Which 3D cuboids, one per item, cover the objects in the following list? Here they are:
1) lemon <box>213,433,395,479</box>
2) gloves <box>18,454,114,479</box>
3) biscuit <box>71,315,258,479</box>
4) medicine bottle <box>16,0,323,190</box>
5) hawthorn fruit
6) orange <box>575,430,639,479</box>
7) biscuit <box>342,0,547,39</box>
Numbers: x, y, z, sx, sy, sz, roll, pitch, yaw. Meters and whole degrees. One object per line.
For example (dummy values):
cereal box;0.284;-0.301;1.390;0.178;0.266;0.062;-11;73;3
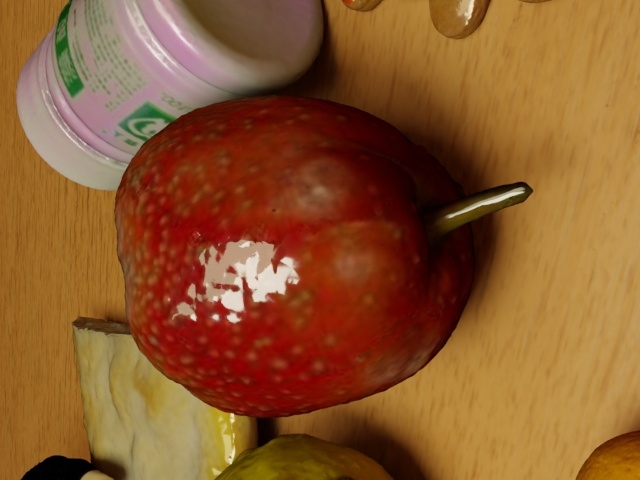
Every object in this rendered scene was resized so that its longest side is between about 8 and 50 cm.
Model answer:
lemon;-0.025;0.328;0.719;0.284;0.260;0.260;-35;72;42
gloves;-0.363;0.379;1.007;0.152;0.197;0.301;44;163;-3
biscuit;-0.201;0.306;1.007;0.429;0.104;0.446;-13;85;48
medicine bottle;-0.173;-0.199;0.805;0.325;0.212;0.212;-21;82;47
hawthorn fruit;0.000;0.000;0.629;0.369;0.285;0.284;-14;86;37
orange;0.238;0.198;0.512;0.135;0.117;0.135;-13;64;28
biscuit;0.110;-0.256;0.622;0.250;0.036;0.165;28;118;40
